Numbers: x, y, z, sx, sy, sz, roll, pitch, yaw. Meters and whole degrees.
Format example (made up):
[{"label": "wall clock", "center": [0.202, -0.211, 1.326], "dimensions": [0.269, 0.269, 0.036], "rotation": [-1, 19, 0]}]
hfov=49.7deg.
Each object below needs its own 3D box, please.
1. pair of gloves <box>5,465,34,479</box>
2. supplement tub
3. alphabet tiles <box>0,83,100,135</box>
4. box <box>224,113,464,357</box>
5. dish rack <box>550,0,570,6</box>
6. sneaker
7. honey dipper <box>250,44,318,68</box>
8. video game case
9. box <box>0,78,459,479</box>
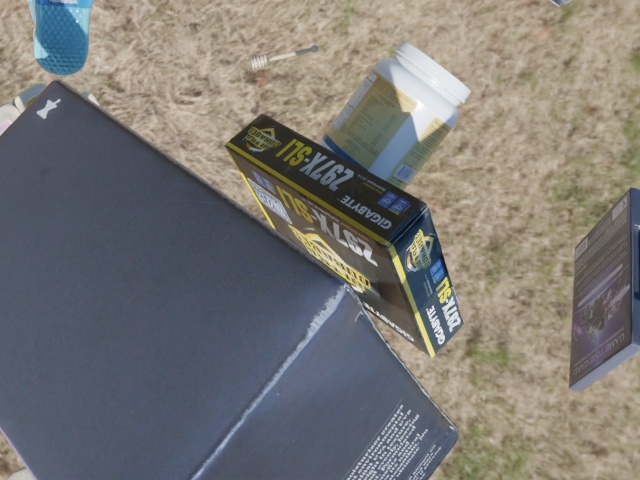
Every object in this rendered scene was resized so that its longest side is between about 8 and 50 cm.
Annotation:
[{"label": "pair of gloves", "center": [-0.435, 0.478, 1.117], "dimensions": [0.204, 0.240, 0.042], "rotation": [-54, 159, 9]}, {"label": "supplement tub", "center": [0.105, -0.168, 0.993], "dimensions": [0.144, 0.144, 0.200], "rotation": [28, 107, -34]}, {"label": "alphabet tiles", "center": [-0.479, -0.131, 1.256], "dimensions": [0.278, 0.021, 0.284], "rotation": [-50, 130, -34]}, {"label": "box", "center": [0.032, -0.010, 0.939], "dimensions": [0.079, 0.322, 0.257], "rotation": [-43, 140, -16]}, {"label": "dish rack", "center": [0.385, -0.550, 1.207], "dimensions": [0.271, 0.208, 0.074], "rotation": [34, 31, 0]}, {"label": "sneaker", "center": [-0.497, -0.503, 1.322], "dimensions": [0.127, 0.208, 0.319], "rotation": [4, 130, -30]}, {"label": "honey dipper", "center": [-0.082, -0.428, 1.603], "dimensions": [0.160, 0.030, 0.031], "rotation": [-13, 101, -5]}, {"label": "video game case", "center": [0.450, 0.079, 1.093], "dimensions": [0.026, 0.196, 0.274], "rotation": [15, 59, -1]}, {"label": "box", "center": [-0.091, 0.083, 0.502], "dimensions": [0.183, 0.296, 0.294], "rotation": [-49, 145, -10]}]
